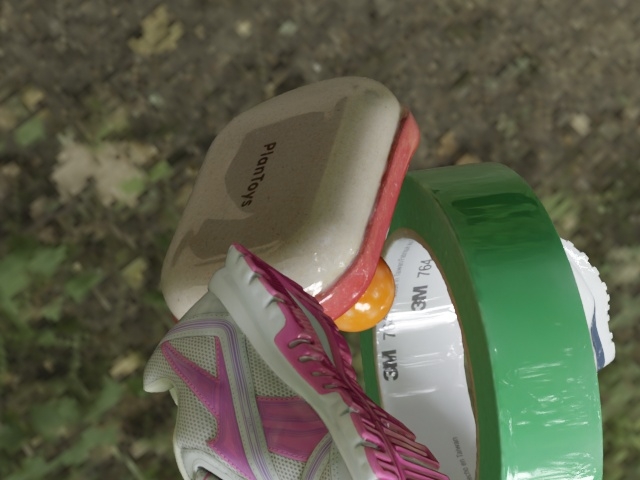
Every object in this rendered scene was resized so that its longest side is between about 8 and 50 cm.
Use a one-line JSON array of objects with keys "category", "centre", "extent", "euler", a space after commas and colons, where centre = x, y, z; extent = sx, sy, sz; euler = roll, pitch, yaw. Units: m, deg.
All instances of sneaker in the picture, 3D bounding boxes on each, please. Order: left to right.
[{"category": "sneaker", "centre": [-0.013, 0.121, 1.002], "extent": [0.111, 0.252, 0.103], "euler": [-43, 139, 9]}, {"category": "sneaker", "centre": [0.206, 0.075, 1.668], "extent": [0.095, 0.090, 0.235], "euler": [-44, 138, -16]}]

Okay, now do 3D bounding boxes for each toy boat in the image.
[{"category": "toy boat", "centre": [0.000, 0.000, 1.229], "extent": [0.151, 0.231, 0.151], "euler": [-12, 130, 31]}]

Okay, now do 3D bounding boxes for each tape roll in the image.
[{"category": "tape roll", "centre": [0.110, 0.105, 1.358], "extent": [0.077, 0.321, 0.321], "euler": [-7, 141, -15]}]
